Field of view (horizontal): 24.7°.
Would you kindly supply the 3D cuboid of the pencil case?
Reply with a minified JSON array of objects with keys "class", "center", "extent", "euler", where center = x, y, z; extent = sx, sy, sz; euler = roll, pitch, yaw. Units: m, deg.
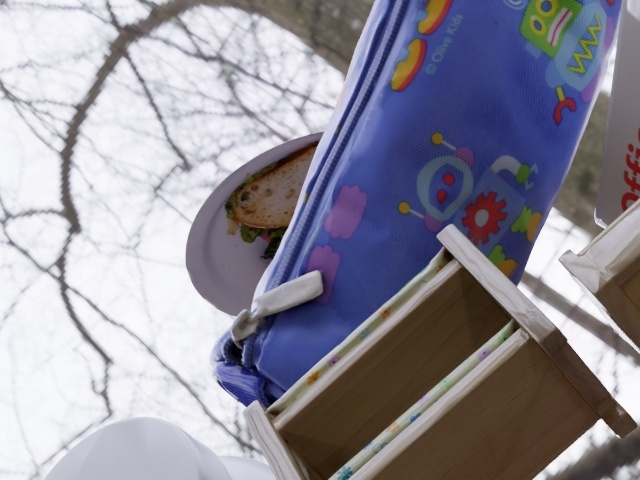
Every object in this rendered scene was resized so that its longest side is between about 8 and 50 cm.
[{"class":"pencil case","center":[0.050,-0.035,0.699],"extent":[0.133,0.119,0.306],"euler":[33,-102,-44]}]

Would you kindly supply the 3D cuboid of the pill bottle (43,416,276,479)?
[{"class":"pill bottle","center":[-0.038,0.213,0.817],"extent":[0.153,0.153,0.264],"euler":[-49,-51,-4]}]

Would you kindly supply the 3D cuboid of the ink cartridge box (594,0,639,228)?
[{"class":"ink cartridge box","center":[0.238,-0.037,0.595],"extent":[0.100,0.237,0.172],"euler":[-34,-40,-30]}]

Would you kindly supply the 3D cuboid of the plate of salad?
[{"class":"plate of salad","center":[0.000,0.000,1.070],"extent":[0.199,0.048,0.200],"euler":[-13,-41,-12]}]

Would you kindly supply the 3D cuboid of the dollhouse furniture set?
[{"class":"dollhouse furniture set","center":[0.095,0.072,0.564],"extent":[0.182,0.101,0.161],"euler":[-42,-60,2]}]
